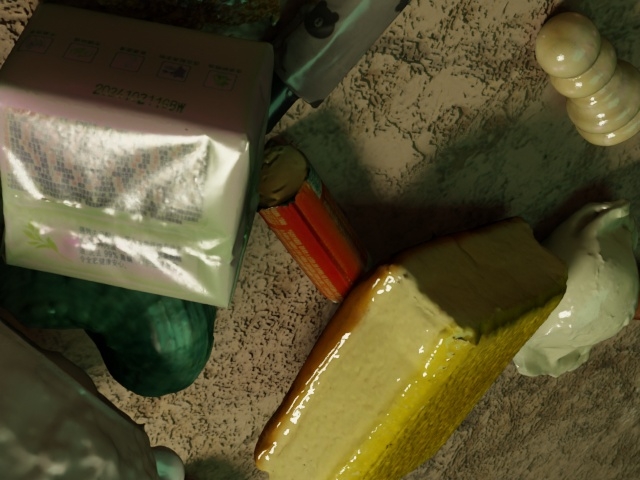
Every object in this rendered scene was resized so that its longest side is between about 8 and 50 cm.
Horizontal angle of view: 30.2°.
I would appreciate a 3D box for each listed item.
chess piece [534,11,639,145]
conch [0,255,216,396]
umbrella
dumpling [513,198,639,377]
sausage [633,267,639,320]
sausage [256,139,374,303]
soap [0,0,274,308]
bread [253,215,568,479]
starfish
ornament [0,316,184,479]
[{"bbox_3d":[0.287,-0.178,1.275,0.094,0.094,0.170,-45,139,9],"label":"chess piece"},{"bbox_3d":[-0.176,0.054,1.073,0.134,0.196,0.202,-55,142,-6],"label":"conch"},{"bbox_3d":[0.044,-0.226,1.041,0.073,0.067,0.337,31,107,-37],"label":"umbrella"},{"bbox_3d":[0.340,0.065,1.520,0.193,0.147,0.258,16,101,-45],"label":"dumpling"},{"bbox_3d":[0.445,0.075,1.678,0.198,0.076,0.076,7,124,-45],"label":"sausage"},{"bbox_3d":[0.000,0.000,1.234,0.083,0.083,0.264,-37,144,-1],"label":"sausage"},{"bbox_3d":[-0.145,-0.068,0.930,0.199,0.138,0.182,12,134,3],"label":"soap"},{"bbox_3d":[0.107,0.139,1.351,0.324,0.143,0.333,-13,142,-58],"label":"bread"},{"bbox_3d":[-0.106,-0.209,0.969,0.210,0.053,0.150,4,139,-47],"label":"starfish"},{"bbox_3d":[-0.309,0.222,0.997,0.337,0.337,0.337,-22,140,-20],"label":"ornament"}]
